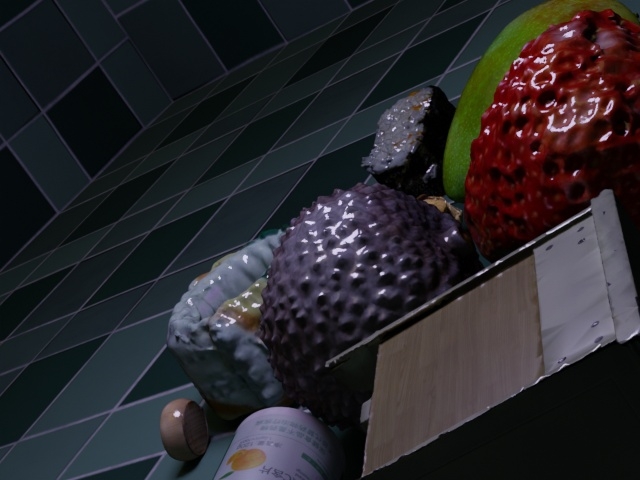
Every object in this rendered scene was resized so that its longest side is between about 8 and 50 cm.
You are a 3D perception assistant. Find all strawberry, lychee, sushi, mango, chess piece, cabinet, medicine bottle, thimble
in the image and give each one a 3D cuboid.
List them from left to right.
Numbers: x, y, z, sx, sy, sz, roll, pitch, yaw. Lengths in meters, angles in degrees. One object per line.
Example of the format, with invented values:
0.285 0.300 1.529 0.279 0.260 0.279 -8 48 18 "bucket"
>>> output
-0.181 0.252 1.890 0.038 0.083 0.083 -11 25 22 "chess piece"
-0.065 0.298 1.459 0.133 0.133 0.274 -26 20 26 "medicine bottle"
-0.077 0.111 1.946 0.254 0.167 0.288 -29 16 21 "thimble"
0.059 0.077 1.579 0.300 0.300 0.300 -31 17 10 "lychee"
0.161 -0.151 2.300 0.136 0.126 0.225 -23 21 31 "sushi"
0.178 0.173 1.198 0.318 0.227 0.290 -31 17 17 "cabinet"
0.310 -0.202 2.043 0.382 0.201 0.225 -48 41 -11 "mango"
0.304 -0.105 1.640 0.310 0.292 0.292 -29 17 1 "strawberry"

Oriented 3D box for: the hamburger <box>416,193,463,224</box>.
0.149 0.006 1.970 0.176 0.087 0.102 -37 27 -33 "hamburger"
